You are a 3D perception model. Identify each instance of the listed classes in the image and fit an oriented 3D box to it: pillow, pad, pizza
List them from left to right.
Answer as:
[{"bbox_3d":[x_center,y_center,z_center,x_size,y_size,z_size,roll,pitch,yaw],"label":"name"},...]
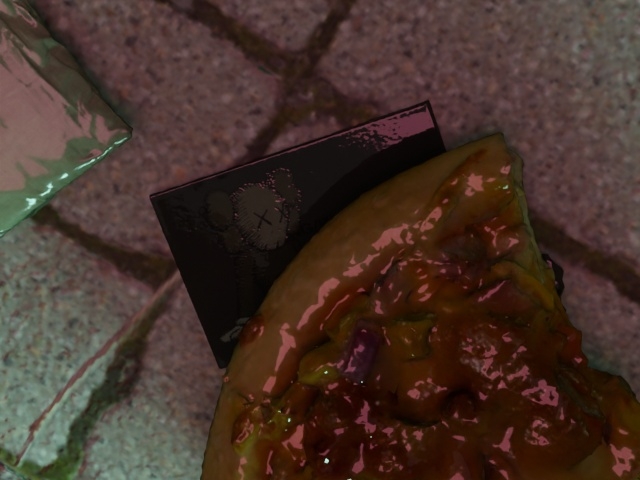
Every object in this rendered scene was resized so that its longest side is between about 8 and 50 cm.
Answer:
[{"bbox_3d":[-0.235,-0.112,0.915,0.148,0.050,0.230,-35,102,11],"label":"pillow"},{"bbox_3d":[0.000,0.000,0.950,0.190,0.004,0.127,-18,106,11],"label":"pad"},{"bbox_3d":[0.064,0.140,0.916,0.277,0.114,0.409,26,99,-3],"label":"pizza"}]
